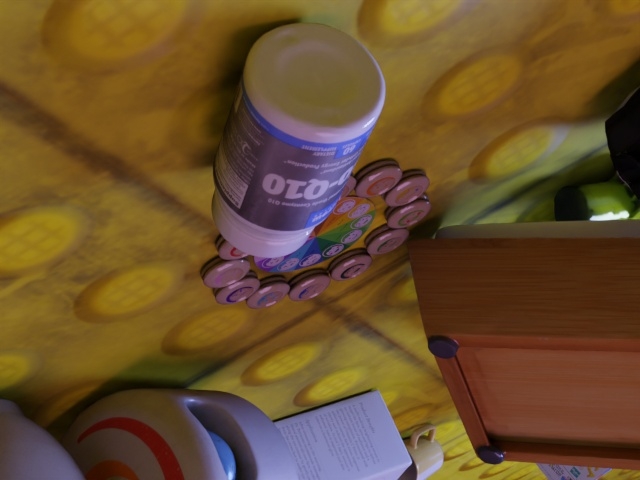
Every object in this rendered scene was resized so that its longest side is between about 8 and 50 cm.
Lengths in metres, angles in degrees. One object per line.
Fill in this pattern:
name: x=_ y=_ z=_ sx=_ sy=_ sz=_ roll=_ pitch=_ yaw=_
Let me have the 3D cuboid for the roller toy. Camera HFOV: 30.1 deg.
roller toy: x=-0.129 y=0.218 z=0.985 sx=0.209 sy=0.191 sz=0.146 roll=3 pitch=175 yaw=34

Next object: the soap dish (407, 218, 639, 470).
soap dish: x=0.229 y=0.091 z=0.953 sx=0.291 sy=0.118 sz=0.229 roll=0 pitch=140 yaw=24

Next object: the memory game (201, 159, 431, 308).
memory game: x=0.000 y=0.000 z=0.882 sx=0.186 sy=0.012 sz=0.186 roll=-21 pitch=156 yaw=-10

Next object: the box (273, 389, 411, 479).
box: x=-0.010 y=0.246 z=1.274 sx=0.170 sy=0.091 sz=0.130 roll=-14 pitch=153 yaw=-23

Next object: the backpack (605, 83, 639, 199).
backpack: x=0.301 y=-0.085 z=0.851 sx=0.182 sy=0.152 sz=0.115 roll=-34 pitch=159 yaw=31

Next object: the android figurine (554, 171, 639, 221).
android figurine: x=0.303 y=-0.020 z=1.080 sx=0.273 sy=0.056 sz=0.248 roll=-10 pitch=151 yaw=-30

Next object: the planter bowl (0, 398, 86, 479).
planter bowl: x=-0.258 y=0.187 z=0.895 sx=0.162 sy=0.109 sz=0.162 roll=-22 pitch=156 yaw=-10

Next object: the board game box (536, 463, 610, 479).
board game box: x=0.337 y=0.145 z=1.309 sx=0.142 sy=0.144 sz=0.275 roll=-26 pitch=161 yaw=-37

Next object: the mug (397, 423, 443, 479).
mug: x=0.126 y=0.273 z=1.503 sx=0.064 sy=0.062 sz=0.078 roll=-15 pitch=162 yaw=-40

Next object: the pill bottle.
pill bottle: x=-0.018 y=-0.052 z=0.679 sx=0.078 sy=0.078 sz=0.137 roll=-14 pitch=154 yaw=-24
